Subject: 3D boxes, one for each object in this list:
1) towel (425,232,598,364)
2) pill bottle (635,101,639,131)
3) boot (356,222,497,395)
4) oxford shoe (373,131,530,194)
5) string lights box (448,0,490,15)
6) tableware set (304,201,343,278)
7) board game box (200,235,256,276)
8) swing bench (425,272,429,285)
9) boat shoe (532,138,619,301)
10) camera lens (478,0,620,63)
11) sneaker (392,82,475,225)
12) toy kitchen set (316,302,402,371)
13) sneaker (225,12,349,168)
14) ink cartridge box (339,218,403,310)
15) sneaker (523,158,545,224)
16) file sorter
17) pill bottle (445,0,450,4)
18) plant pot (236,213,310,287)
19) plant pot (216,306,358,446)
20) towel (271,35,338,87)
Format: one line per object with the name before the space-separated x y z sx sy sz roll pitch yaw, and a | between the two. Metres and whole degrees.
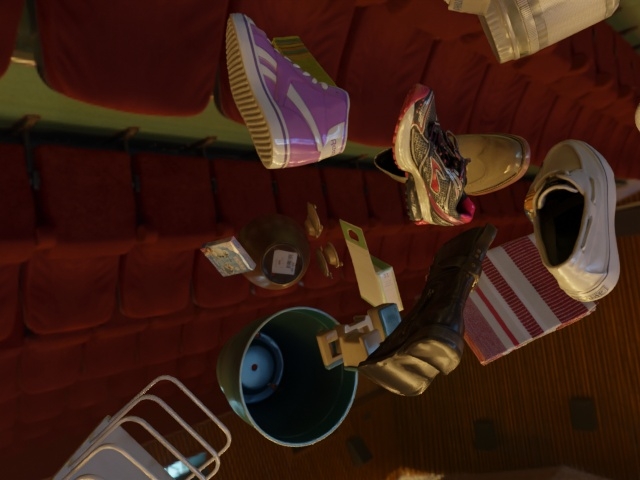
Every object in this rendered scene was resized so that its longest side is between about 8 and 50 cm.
towel | 0.438 0.121 1.218 0.329 0.237 0.037 -20 150 -17
pill bottle | 0.571 -0.223 0.863 0.086 0.086 0.152 -10 -160 42
boot | 0.171 0.108 0.822 0.091 0.229 0.263 34 143 -7
oxford shoe | 0.288 -0.177 1.231 0.146 0.141 0.397 2 179 -35
string lights box | 0.288 -0.546 0.914 0.076 0.260 0.133 14 -170 10
tableware set | 0.000 0.000 1.116 0.020 0.169 0.141 -19 177 -13
board game box | -0.200 0.036 1.146 0.090 0.090 0.020 -14 -144 31
swing bench | 0.481 0.157 1.653 0.254 0.165 0.253 3 -158 -3
boat shoe | 0.316 -0.050 0.669 0.084 0.258 0.095 34 133 -25
camera lens | 0.497 -0.549 1.175 0.274 0.219 0.219 -23 172 20
sneaker | 0.207 -0.146 0.939 0.112 0.121 0.299 8 144 30
toy kitchen set | 0.119 0.205 1.003 0.207 0.122 0.166 -18 -177 -36
sneaker | -0.048 -0.237 0.822 0.161 0.282 0.102 -14 160 -21
ink cartridge box | 0.127 0.058 1.356 0.056 0.235 0.171 -19 -165 -13
sneaker | 0.483 -0.036 0.999 0.111 0.131 0.296 2 144 40
file sorter | -0.278 0.369 0.804 0.173 0.193 0.278 -42 -173 13
pill bottle | 0.408 -0.763 1.275 0.363 0.210 0.210 -43 157 31
plant pot | -0.114 0.042 1.401 0.215 0.215 0.230 -7 -172 -11
plant pot | -0.100 0.287 1.160 0.271 0.272 0.255 -5 174 -32
towel | -0.040 -0.505 1.530 0.102 0.237 0.021 -25 162 -35
